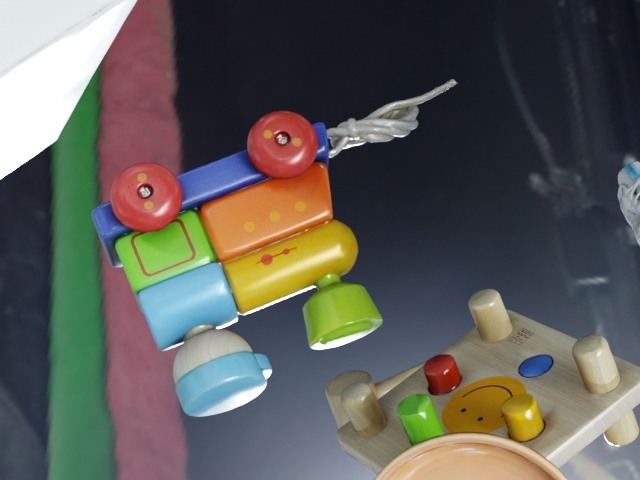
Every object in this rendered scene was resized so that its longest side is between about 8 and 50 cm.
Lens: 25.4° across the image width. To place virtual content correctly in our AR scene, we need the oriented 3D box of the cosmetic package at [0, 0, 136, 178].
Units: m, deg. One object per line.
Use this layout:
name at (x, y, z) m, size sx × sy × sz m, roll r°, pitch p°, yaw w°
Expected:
cosmetic package at (-0.241, -0.087, 0.759) m, size 0.138 × 0.224 × 0.224 m, roll 51°, pitch -29°, yaw 0°

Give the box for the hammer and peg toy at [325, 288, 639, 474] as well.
hammer and peg toy at (0.153, 0.161, 1.525) m, size 0.266 × 0.127 × 0.361 m, roll -34°, pitch -153°, yaw -17°

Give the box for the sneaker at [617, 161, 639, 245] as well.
sneaker at (0.280, -0.030, 1.194) m, size 0.071 × 0.190 × 0.083 m, roll -37°, pitch -100°, yaw 6°

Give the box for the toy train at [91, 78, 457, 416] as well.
toy train at (0.000, 0.000, 0.866) m, size 0.105 × 0.248 × 0.143 m, roll 94°, pitch -26°, yaw -71°

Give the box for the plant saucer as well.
plant saucer at (0.127, 0.252, 1.170) m, size 0.037 × 0.200 × 0.200 m, roll -38°, pitch 151°, yaw -75°
